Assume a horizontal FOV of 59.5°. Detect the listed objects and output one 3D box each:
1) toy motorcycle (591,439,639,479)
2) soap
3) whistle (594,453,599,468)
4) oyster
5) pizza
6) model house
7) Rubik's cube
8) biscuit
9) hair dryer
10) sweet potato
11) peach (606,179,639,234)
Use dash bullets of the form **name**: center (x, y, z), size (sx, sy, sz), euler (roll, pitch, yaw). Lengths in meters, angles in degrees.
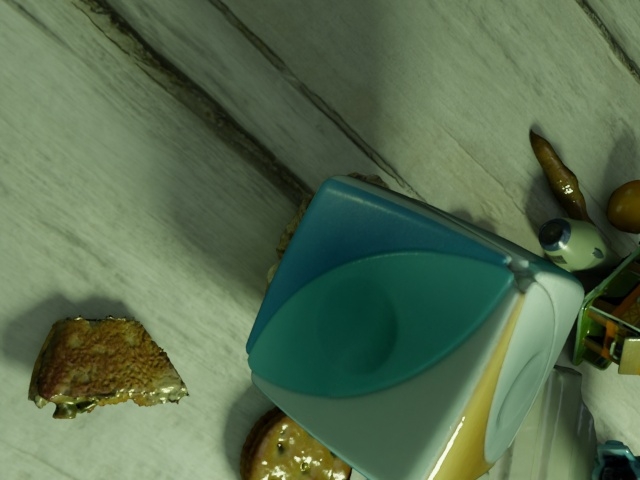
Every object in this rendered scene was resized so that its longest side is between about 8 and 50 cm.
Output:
- **toy motorcycle**: center (0.595, 0.491, 1.063), size (0.416, 0.172, 0.232), euler (43, 47, -36)
- **soap**: center (0.336, 0.429, 1.089), size (0.350, 0.212, 0.436), euler (13, 83, -26)
- **whistle**: center (0.578, 0.533, 1.221), size (0.186, 0.093, 0.274), euler (-29, 72, -15)
- **oyster**: center (-0.001, 0.001, 0.996), size (0.166, 0.110, 0.342), euler (41, 70, -30)
- **pizza**: center (-0.322, 0.192, 0.861), size (0.226, 0.069, 0.147), euler (2, 67, -29)
- **model house**: center (0.793, 0.185, 1.237), size (0.357, 0.312, 0.243), euler (-34, 135, -24)
- **Rubik's cube**: center (0.145, 0.129, 0.844), size (0.352, 0.351, 0.348), euler (14, 103, -51)
- **biscuit**: center (-0.036, 0.391, 0.990), size (0.220, 0.066, 0.221), euler (0, 89, -27)
- **hair dryer**: center (0.604, 0.095, 1.308), size (0.295, 0.119, 0.299), euler (-1, 105, -30)
- **sweet potato**: center (0.558, -0.139, 1.295), size (0.067, 0.067, 0.274), euler (-36, 99, -22)
- **peach**: center (0.772, -0.084, 1.360), size (0.138, 0.138, 0.138), euler (1, 89, -26)
